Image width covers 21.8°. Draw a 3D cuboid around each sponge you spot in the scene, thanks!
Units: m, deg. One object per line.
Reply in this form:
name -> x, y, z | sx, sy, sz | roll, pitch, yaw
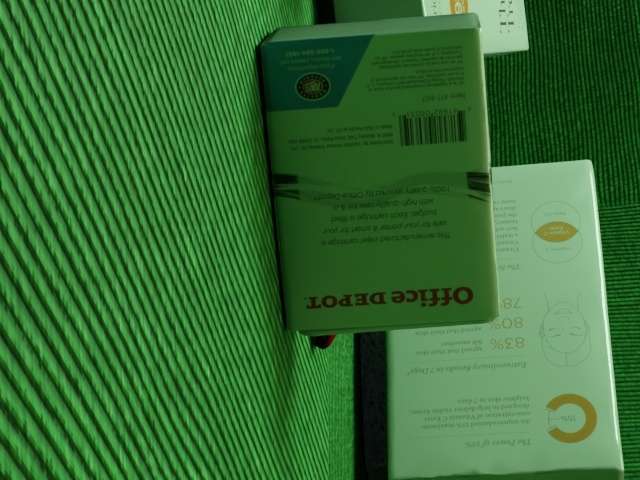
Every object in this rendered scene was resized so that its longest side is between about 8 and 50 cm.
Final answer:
sponge -> 0.061, 0.142, 1.695 | 0.117, 0.031, 0.210 | 70, 17, -67

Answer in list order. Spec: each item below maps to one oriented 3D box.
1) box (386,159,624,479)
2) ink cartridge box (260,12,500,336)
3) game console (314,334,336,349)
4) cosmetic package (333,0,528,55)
box -> 0.179, 0.112, 1.653 | 0.168, 0.215, 0.345 | 75, 13, -56
ink cartridge box -> 0.044, -0.046, 1.145 | 0.086, 0.148, 0.203 | -77, 163, -75
game console -> 0.000, 0.000, 1.329 | 0.124, 0.085, 0.144 | -63, -179, 16
cosmetic package -> 0.092, -0.355, 1.563 | 0.284, 0.097, 0.377 | -17, 101, -62
